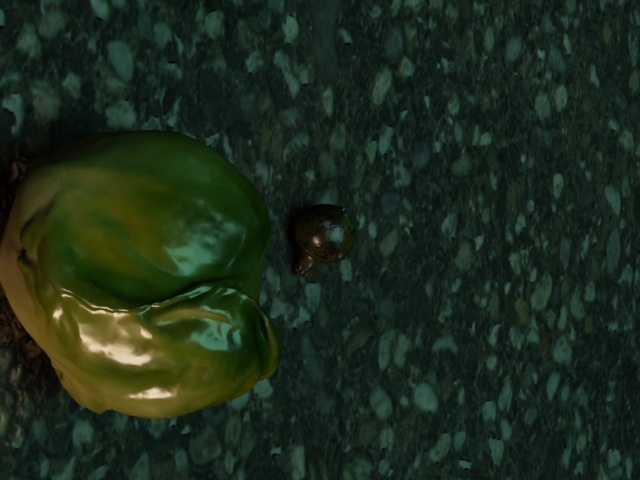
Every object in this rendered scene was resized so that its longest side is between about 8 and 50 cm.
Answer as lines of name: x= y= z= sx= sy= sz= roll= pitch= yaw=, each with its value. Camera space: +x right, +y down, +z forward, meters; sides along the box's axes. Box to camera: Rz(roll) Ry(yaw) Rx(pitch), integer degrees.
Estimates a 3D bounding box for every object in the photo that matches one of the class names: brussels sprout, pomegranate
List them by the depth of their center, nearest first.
brussels sprout: x=-0.163 y=0.029 z=1.667 sx=0.294 sy=0.227 sz=0.259 roll=28 pitch=54 yaw=-12
pomegranate: x=0.000 y=-0.002 z=1.993 sx=0.084 sy=0.073 sz=0.073 roll=-45 pitch=127 yaw=-20
